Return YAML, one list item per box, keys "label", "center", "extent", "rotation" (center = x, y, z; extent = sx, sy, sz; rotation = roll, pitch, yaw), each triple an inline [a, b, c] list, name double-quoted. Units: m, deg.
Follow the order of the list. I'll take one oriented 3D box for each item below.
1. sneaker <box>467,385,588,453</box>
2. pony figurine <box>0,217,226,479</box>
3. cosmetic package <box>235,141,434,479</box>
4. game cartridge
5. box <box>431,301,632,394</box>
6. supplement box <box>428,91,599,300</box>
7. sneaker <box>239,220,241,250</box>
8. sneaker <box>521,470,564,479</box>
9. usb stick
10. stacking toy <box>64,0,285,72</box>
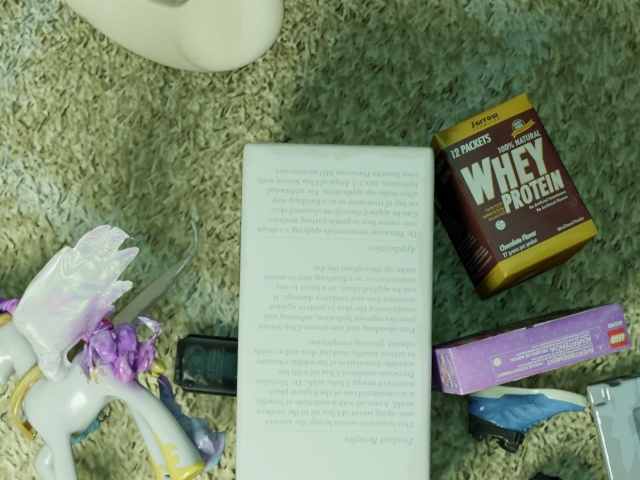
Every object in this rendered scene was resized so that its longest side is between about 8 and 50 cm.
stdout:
- label: "sneaker"
  center: [0.261, 0.228, 1.842]
  extent: [0.152, 0.058, 0.085]
  rotation: [5, 82, -5]
- label: "pony figurine"
  center: [-0.268, 0.154, 1.731]
  extent: [0.351, 0.303, 0.363]
  rotation: [-38, 73, 14]
- label: "cosmetic package"
  center: [0.014, 0.117, 1.747]
  extent: [0.230, 0.161, 0.453]
  rotation: [2, 85, -3]
- label: "game cartridge"
  center: [0.497, 0.243, 1.820]
  extent: [0.294, 0.060, 0.196]
  rotation: [-13, 87, 4]
- label: "box"
  center: [0.232, 0.130, 1.738]
  extent: [0.201, 0.293, 0.057]
  rotation: [-15, 86, -5]
- label: "supplement box"
  center: [0.229, -0.050, 1.824]
  extent: [0.129, 0.191, 0.194]
  rotation: [-25, 81, -7]
- label: "sneaker"
  center: [0.000, 0.000, 1.875]
  extent: [0.209, 0.069, 0.082]
  rotation: [-10, 97, -6]
- label: "sneaker"
  center: [0.265, 0.387, 1.771]
  extent: [0.163, 0.086, 0.226]
  rotation: [39, 52, 0]
- label: "usb stick"
  center: [-0.045, 0.167, 1.846]
  extent: [0.278, 0.045, 0.077]
  rotation: [6, 86, -2]
- label: "stacking toy"
  center: [-0.124, -0.486, 1.883]
  extent: [0.350, 0.350, 0.480]
  rotation: [27, 60, 3]
